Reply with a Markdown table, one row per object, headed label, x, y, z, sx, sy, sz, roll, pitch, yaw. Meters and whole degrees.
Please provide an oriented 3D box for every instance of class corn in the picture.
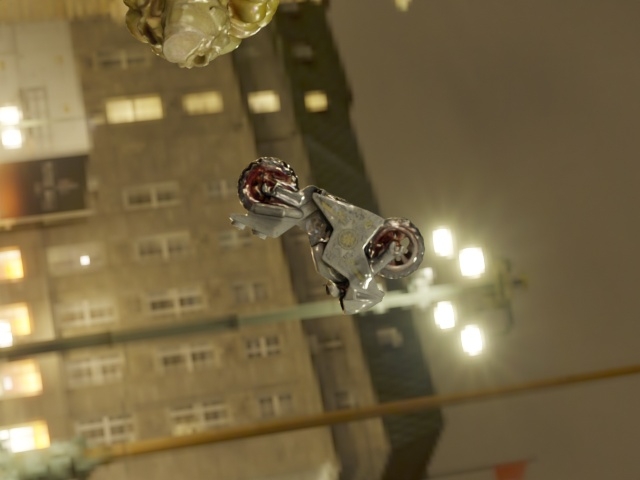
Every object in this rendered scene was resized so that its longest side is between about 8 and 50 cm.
| label | x | y | z | sx | sy | sz | roll | pitch | yaw |
| --- | --- | --- | --- | --- | --- | --- | --- | --- | --- |
| corn | -0.080 | -0.262 | 1.057 | 0.130 | 0.130 | 0.347 | 103 | -9 | -55 |

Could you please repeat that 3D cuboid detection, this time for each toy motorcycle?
| label | x | y | z | sx | sy | sz | roll | pitch | yaw |
| --- | --- | --- | --- | --- | --- | --- | --- | --- | --- |
| toy motorcycle | 0.000 | 0.000 | 1.631 | 0.080 | 0.215 | 0.122 | 180 | -65 | -85 |
